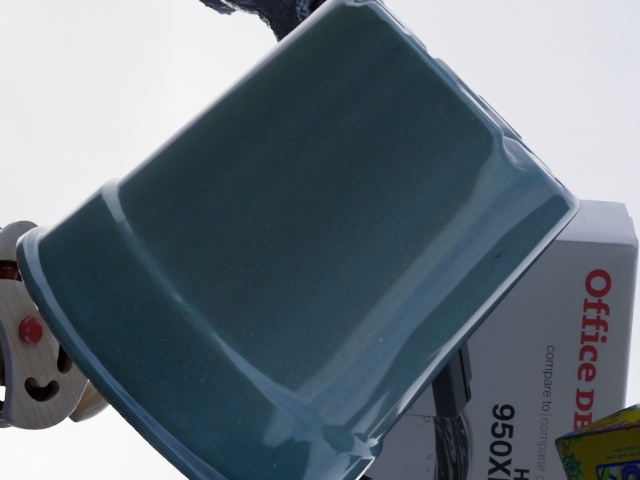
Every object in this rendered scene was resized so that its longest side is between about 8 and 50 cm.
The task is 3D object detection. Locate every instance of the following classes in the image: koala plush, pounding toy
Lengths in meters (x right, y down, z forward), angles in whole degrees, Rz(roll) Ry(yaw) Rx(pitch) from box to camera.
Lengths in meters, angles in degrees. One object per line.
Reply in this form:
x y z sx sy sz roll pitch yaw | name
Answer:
-0.054 -0.320 2.066 0.196 0.221 0.203 107 6 -67 | koala plush
-0.328 0.108 1.737 0.155 0.154 0.269 -4 -54 45 | pounding toy

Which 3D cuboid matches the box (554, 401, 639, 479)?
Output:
0.390 0.237 1.367 0.177 0.290 0.279 -22 -94 58 | box

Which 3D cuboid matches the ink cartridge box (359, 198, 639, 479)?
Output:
0.101 0.103 1.642 0.166 0.395 0.285 -71 163 -74 | ink cartridge box

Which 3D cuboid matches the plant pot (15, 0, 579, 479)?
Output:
0.000 0.000 1.323 0.334 0.341 0.341 -45 -124 9 | plant pot
